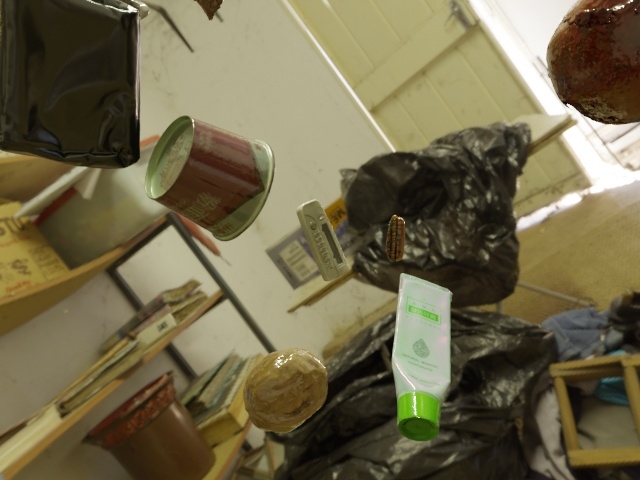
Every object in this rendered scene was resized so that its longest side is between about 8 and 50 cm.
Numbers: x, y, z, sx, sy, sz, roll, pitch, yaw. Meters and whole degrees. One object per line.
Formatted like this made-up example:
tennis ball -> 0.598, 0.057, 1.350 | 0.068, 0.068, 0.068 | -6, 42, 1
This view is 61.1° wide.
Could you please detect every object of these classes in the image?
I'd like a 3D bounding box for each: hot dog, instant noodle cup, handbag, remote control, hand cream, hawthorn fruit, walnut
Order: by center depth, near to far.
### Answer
hand cream -> 0.142, 0.145, 0.748 | 0.050, 0.079, 0.275 | -37, 21, 33
handbag -> -0.467, -0.285, 0.965 | 0.178, 0.301, 0.275 | 11, 10, 43
walnut -> -0.066, 0.271, 0.997 | 0.167, 0.149, 0.166 | -24, -45, -26
hawthorn fruit -> 0.603, -0.365, 1.051 | 0.316, 0.316, 0.316 | -36, 4, 3
instant noodle cup -> -0.232, -0.133, 1.102 | 0.235, 0.178, 0.234 | -25, 54, 40
hot dog -> 0.188, -0.004, 1.370 | 0.049, 0.122, 0.037 | 2, 3, 37
remote control -> 0.001, 0.000, 1.540 | 0.090, 0.230, 0.049 | -26, 4, -42

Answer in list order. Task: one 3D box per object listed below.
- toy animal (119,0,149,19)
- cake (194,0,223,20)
toy animal -> -0.559, -0.571, 1.314 | 0.265, 0.272, 0.206 | -52, 0, 36
cake -> -0.162, -0.557, 0.969 | 0.295, 0.113, 0.116 | -51, 29, 15
